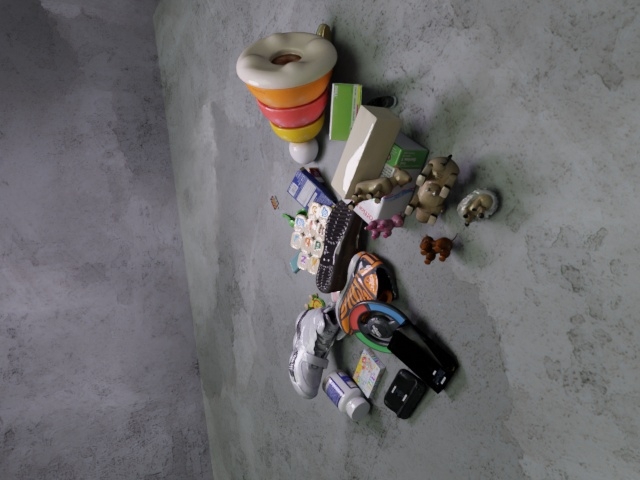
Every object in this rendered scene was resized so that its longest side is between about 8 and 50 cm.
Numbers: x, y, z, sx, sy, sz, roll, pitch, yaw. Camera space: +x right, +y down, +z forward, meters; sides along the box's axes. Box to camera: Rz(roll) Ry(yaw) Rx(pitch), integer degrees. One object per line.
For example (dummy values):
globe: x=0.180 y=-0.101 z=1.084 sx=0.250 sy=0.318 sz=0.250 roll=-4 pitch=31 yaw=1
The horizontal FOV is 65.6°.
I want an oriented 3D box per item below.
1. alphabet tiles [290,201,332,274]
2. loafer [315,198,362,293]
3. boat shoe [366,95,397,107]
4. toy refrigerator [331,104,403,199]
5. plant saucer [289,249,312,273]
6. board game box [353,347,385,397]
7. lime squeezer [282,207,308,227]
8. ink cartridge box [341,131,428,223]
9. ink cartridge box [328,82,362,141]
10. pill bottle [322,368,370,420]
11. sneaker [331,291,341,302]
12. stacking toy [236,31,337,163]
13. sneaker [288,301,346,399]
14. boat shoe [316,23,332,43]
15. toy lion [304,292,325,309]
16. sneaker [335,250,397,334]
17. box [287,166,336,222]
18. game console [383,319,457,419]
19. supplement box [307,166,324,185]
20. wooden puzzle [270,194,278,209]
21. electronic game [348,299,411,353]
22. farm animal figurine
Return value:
alphabet tiles: x=0.000 y=0.000 z=1.934 sx=0.284 sy=0.021 sz=0.277 roll=22 pitch=106 yaw=37
loafer: x=0.087 y=0.017 z=1.793 sx=0.134 sy=0.130 sz=0.365 roll=25 pitch=99 yaw=54
boat shoe: x=0.191 y=-0.449 z=1.622 sx=0.142 sy=0.040 sz=0.049 roll=9 pitch=103 yaw=57
toy refrigerator: x=0.131 y=-0.258 z=1.476 sx=0.094 sy=0.102 sz=0.269 roll=52 pitch=134 yaw=39
plant saucer: x=-0.086 y=0.077 z=2.172 sx=0.192 sy=0.018 sz=0.067 roll=-47 pitch=57 yaw=49
board game box: x=0.176 y=0.485 z=1.820 sx=0.103 sy=0.026 sz=0.154 roll=47 pitch=133 yaw=43
lime squeezer: x=-0.088 y=-0.117 z=2.123 sx=0.310 sy=0.059 sz=0.109 roll=-35 pitch=36 yaw=56
ink cartridge box: x=0.196 y=-0.203 z=1.584 sx=0.201 sy=0.117 sz=0.278 roll=48 pitch=132 yaw=42
ink cartridge box: x=0.081 y=-0.422 z=1.639 sx=0.255 sy=0.097 sz=0.188 roll=-86 pitch=-1 yaw=-74
pill bottle: x=0.099 y=0.586 z=1.881 sx=0.187 sy=0.112 sz=0.112 roll=39 pitch=127 yaw=49
sneaker: x=0.067 y=0.172 z=1.918 sx=0.070 sy=0.051 sz=0.134 roll=-17 pitch=84 yaw=55
stacking toy: x=-0.097 y=-0.487 z=1.850 sx=0.350 sy=0.351 sz=0.479 roll=53 pitch=161 yaw=39
sneaker: x=-0.009 y=0.412 z=1.917 sx=0.210 sy=0.137 sz=0.365 roll=-37 pitch=40 yaw=45
boat shoe: x=0.025 y=-0.695 z=1.831 sx=0.072 sy=0.068 sz=0.189 roll=27 pitch=129 yaw=39
toy lion: x=-0.018 y=0.277 z=2.090 sx=0.096 sy=0.034 sz=0.100 roll=52 pitch=137 yaw=28
sneaker: x=0.157 y=0.212 z=1.713 sx=0.180 sy=0.125 sz=0.321 roll=36 pitch=124 yaw=51
box: x=-0.024 y=-0.167 z=1.962 sx=0.225 sy=0.036 sz=0.136 roll=46 pitch=137 yaw=11
game console: x=0.283 y=0.437 z=1.592 sx=0.213 sy=0.044 sz=0.361 roll=41 pitch=133 yaw=28
supplement box: x=-0.025 y=-0.246 z=1.994 sx=0.055 sy=0.043 sz=0.083 roll=-56 pitch=50 yaw=45
wooden puzzle: x=-0.215 y=-0.179 z=2.337 sx=0.049 sy=0.006 sz=0.083 roll=-53 pitch=52 yaw=47
electronic game: x=0.199 y=0.286 z=1.636 sx=0.229 sy=0.048 sz=0.229 roll=16 pitch=132 yaw=19
farm animal figurine: x=0.279 y=-0.117 z=1.395 sx=0.330 sy=0.172 sz=0.326 roll=39 pitch=134 yaw=1
